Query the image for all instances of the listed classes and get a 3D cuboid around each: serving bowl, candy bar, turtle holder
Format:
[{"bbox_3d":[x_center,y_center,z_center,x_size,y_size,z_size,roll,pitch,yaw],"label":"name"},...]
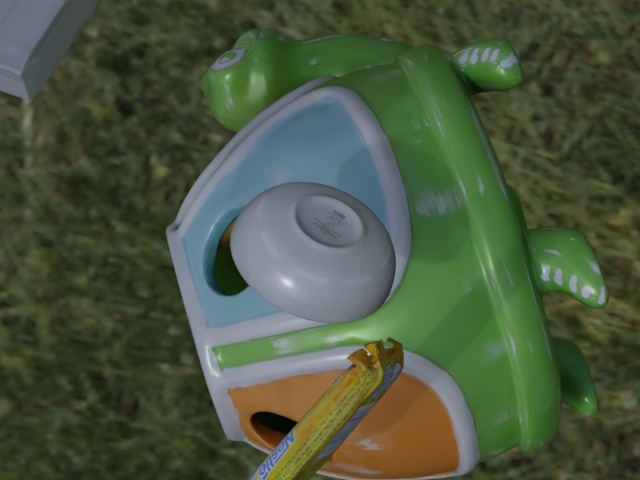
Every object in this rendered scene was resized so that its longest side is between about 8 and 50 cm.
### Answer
[{"bbox_3d":[0.000,0.000,0.884,0.083,0.083,0.027,64,144,35],"label":"serving bowl"},{"bbox_3d":[-0.015,0.101,0.801,0.018,0.040,0.161,46,116,16],"label":"candy bar"},{"bbox_3d":[0.023,-0.008,1.111,0.227,0.243,0.320,-17,81,-2],"label":"turtle holder"}]

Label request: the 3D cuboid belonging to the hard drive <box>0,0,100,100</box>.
[{"bbox_3d":[-0.276,-0.219,1.207,0.307,0.040,0.203,19,61,16],"label":"hard drive"}]
